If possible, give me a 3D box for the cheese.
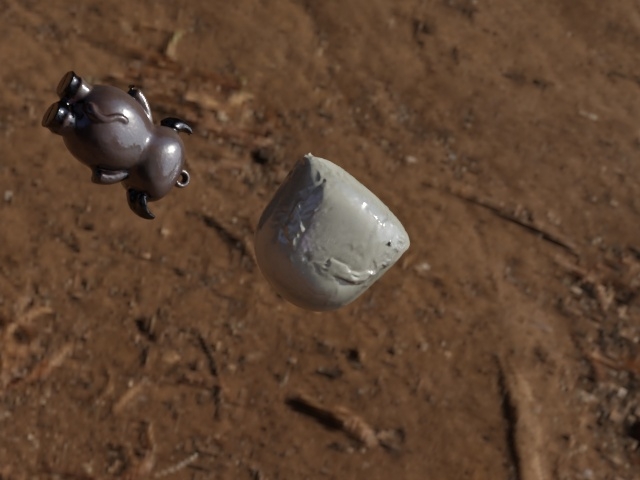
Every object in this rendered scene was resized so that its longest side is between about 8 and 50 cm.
[{"bbox_3d":[0.000,0.000,1.734,0.198,0.189,0.154,40,-2,-14],"label":"cheese"}]

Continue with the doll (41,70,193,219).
[{"bbox_3d":[-0.310,-0.152,1.957,0.117,0.182,0.257,1,-26,47],"label":"doll"}]
